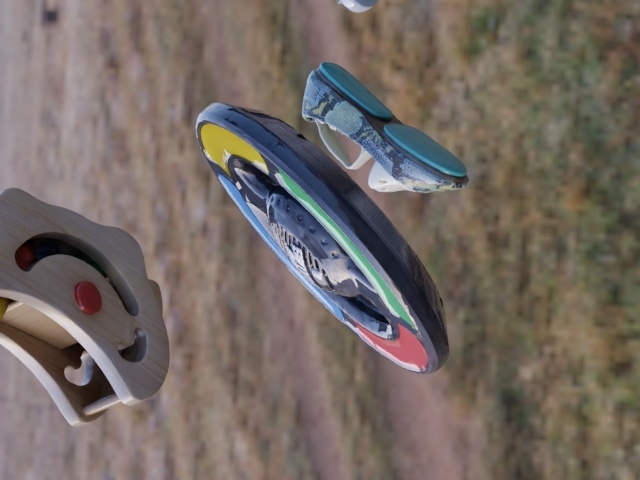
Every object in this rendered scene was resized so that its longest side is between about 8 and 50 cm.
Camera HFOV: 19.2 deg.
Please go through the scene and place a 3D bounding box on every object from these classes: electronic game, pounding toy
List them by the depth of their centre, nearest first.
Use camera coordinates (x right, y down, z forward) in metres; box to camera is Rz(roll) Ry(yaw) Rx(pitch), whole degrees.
[{"bbox_3d":[0.000,0.000,1.237,0.229,0.048,0.229,45,168,13],"label":"electronic game"},{"bbox_3d":[-0.231,0.075,1.573,0.155,0.269,0.154,-24,59,33],"label":"pounding toy"}]

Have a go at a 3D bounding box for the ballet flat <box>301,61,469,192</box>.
[{"bbox_3d":[0.050,-0.078,1.581,0.188,0.070,0.070,44,135,38],"label":"ballet flat"}]

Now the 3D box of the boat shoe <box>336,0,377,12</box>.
[{"bbox_3d":[-0.005,-0.277,1.702,0.083,0.065,0.183,-27,71,37],"label":"boat shoe"}]
